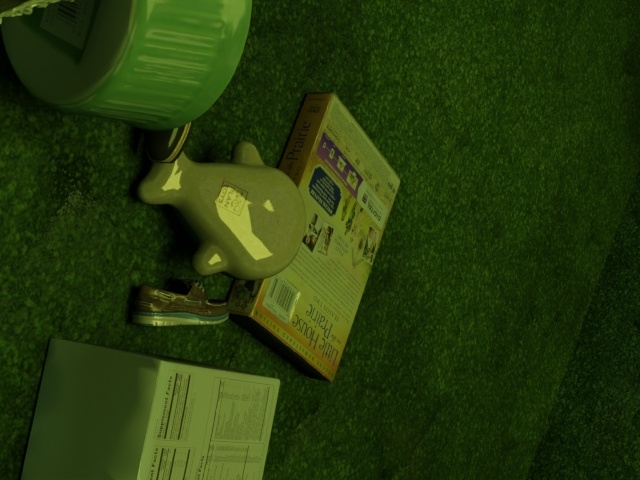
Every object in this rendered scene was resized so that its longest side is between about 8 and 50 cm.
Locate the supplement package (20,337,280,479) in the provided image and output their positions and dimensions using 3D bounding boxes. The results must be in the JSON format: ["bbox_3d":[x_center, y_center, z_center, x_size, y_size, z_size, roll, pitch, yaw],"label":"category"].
[{"bbox_3d":[-0.221,0.254,1.422,0.263,0.199,0.198,20,78,-56],"label":"supplement package"}]

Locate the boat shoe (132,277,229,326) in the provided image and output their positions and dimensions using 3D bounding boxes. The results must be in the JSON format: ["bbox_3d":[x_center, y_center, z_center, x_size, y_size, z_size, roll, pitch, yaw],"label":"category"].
[{"bbox_3d":[-0.197,0.089,1.552,0.183,0.066,0.066,0,94,-57],"label":"boat shoe"}]

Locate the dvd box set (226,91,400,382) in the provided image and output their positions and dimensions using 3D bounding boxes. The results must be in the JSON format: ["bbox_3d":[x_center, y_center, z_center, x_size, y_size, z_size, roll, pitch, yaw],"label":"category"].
[{"bbox_3d":[0.000,0.000,1.844,0.307,0.062,0.420,44,59,-51],"label":"dvd box set"}]

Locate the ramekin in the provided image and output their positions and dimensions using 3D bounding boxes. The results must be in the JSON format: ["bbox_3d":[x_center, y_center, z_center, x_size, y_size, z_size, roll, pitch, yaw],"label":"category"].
[{"bbox_3d":[-0.237,-0.280,1.220,0.148,0.303,0.303,-4,99,-50],"label":"ramekin"}]

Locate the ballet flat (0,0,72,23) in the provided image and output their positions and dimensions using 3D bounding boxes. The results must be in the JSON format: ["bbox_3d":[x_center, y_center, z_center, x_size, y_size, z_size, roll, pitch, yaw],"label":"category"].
[{"bbox_3d":[-0.275,-0.274,1.015,0.147,0.409,0.147,63,4,-8],"label":"ballet flat"}]

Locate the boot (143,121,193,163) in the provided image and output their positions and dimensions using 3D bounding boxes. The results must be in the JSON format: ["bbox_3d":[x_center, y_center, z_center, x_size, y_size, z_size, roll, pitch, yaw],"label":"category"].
[{"bbox_3d":[-0.227,-0.211,1.417,0.137,0.077,0.197,21,72,-71],"label":"boot"}]

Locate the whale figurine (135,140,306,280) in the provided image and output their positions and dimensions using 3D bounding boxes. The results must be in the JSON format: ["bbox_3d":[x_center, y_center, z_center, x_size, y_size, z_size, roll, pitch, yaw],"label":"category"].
[{"bbox_3d":[-0.154,-0.048,1.564,0.272,0.141,0.216,27,71,-30],"label":"whale figurine"}]
